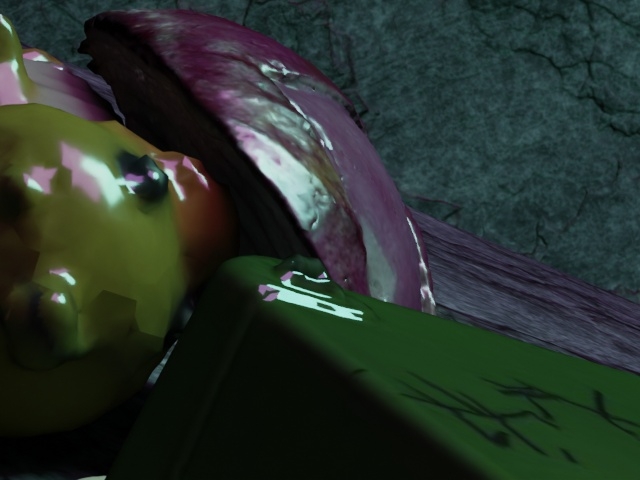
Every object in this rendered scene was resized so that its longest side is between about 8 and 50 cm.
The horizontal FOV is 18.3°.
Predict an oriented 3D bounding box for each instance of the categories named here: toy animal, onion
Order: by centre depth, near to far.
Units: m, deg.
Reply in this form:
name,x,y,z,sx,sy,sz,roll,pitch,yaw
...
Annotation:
name,x,y,z,sx,sy,sz,roll,pitch,yaw
toy animal,-0.138,-0.002,0.891,0.169,0.195,0.281,-21,19,-17
onion,0.000,0.000,0.960,0.111,0.250,0.247,-26,28,-18

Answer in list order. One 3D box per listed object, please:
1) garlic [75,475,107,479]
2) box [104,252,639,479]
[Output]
name,x,y,z,sx,sy,sz,roll,pitch,yaw
garlic,-0.073,0.111,0.721,0.083,0.041,0.053,14,22,-12
box,0.095,0.133,0.514,0.329,0.177,0.253,19,6,-34
